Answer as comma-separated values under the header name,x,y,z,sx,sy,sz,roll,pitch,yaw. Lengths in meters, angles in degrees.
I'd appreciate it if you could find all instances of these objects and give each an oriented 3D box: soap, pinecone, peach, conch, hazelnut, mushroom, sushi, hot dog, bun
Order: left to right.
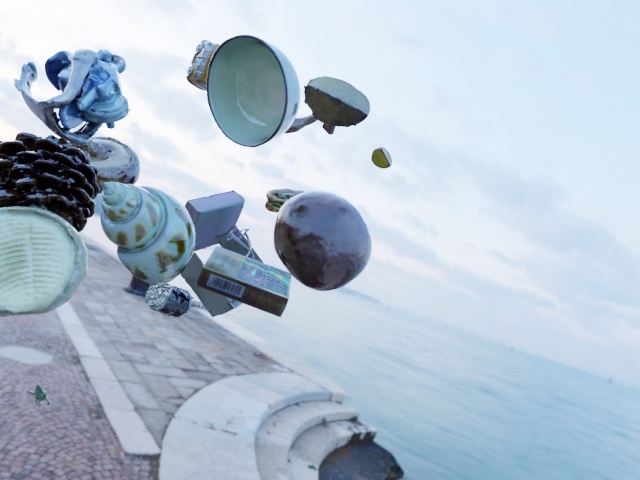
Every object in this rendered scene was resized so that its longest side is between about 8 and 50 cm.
name,x,y,z,sx,sy,sz,roll,pitch,yaw
bun,-0.660,0.050,0.940,0.259,0.259,0.152,20,-22,-20
pinecone,-0.743,-0.123,1.097,0.298,0.296,0.242,-18,-25,-11
mushroom,-0.873,-0.307,1.699,0.278,0.163,0.297,26,34,-30
conch,-0.476,-0.029,1.166,0.197,0.249,0.368,-15,-30,31
sushi,-0.623,0.243,1.740,0.225,0.124,0.127,7,-19,46
soap,-0.525,-0.087,2.004,0.107,0.285,0.296,46,35,17
hot dog,-0.171,-0.204,2.211,0.100,0.135,0.337,18,12,31
hazelnut,0.000,0.000,1.684,0.353,0.421,0.421,-23,-30,32
peach,0.240,-0.318,1.622,0.083,0.077,0.050,25,32,14

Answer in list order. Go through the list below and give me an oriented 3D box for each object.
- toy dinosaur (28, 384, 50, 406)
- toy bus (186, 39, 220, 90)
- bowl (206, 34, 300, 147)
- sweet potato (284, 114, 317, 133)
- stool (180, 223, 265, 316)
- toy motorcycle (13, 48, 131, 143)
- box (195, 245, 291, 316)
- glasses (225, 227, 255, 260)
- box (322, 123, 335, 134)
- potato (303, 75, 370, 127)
name,x,y,z,sx,sy,sz,roll,pitch,yaw
toy dinosaur,-0.830,0.450,1.245,0.119,0.060,0.029,6,11,38
toy bus,-0.488,-0.772,1.867,0.136,0.209,0.126,24,3,40
bowl,-0.202,-0.506,1.447,0.354,0.354,0.185,15,24,29
sweet potato,-0.112,-0.472,1.715,0.255,0.058,0.078,-21,-9,-22
stool,-0.381,0.120,1.684,0.170,0.243,0.270,-26,-77,42
toy motorcycle,-0.613,-0.400,1.058,0.241,0.182,0.319,12,40,-38
box,-0.202,0.108,1.162,0.240,0.071,0.159,22,17,-10
glasses,-0.241,0.012,1.379,0.104,0.062,0.140,45,7,9
box,0.037,-0.436,1.545,0.023,0.082,0.051,-13,52,-33
potato,0.051,-0.339,1.036,0.172,0.089,0.100,26,-30,11
